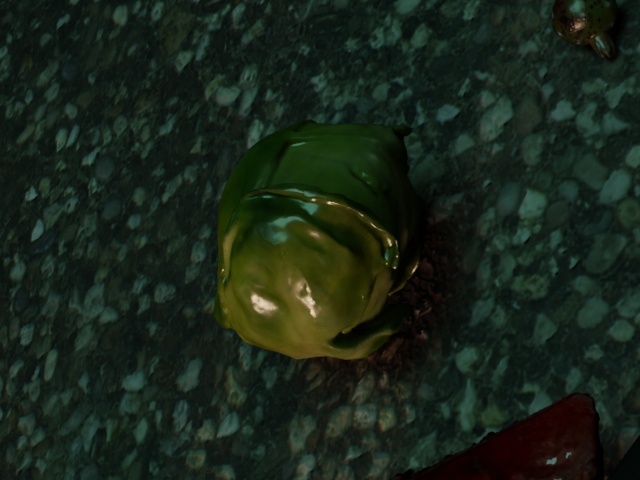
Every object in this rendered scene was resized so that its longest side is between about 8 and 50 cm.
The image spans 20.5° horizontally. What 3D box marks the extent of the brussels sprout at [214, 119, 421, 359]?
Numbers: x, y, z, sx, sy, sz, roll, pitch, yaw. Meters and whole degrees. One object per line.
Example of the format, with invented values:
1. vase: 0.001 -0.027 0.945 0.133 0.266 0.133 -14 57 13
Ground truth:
1. brussels sprout: -0.002 0.001 1.882 0.294 0.227 0.259 120 170 -56

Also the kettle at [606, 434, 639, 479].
1. kettle: 0.375 0.171 1.448 0.203 0.262 0.308 33 86 16

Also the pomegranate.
1. pomegranate: 0.280 -0.232 1.876 0.073 0.073 0.084 -7 75 43

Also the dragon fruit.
1. dragon fruit: 0.119 0.288 1.606 0.343 0.100 0.282 -36 43 49
